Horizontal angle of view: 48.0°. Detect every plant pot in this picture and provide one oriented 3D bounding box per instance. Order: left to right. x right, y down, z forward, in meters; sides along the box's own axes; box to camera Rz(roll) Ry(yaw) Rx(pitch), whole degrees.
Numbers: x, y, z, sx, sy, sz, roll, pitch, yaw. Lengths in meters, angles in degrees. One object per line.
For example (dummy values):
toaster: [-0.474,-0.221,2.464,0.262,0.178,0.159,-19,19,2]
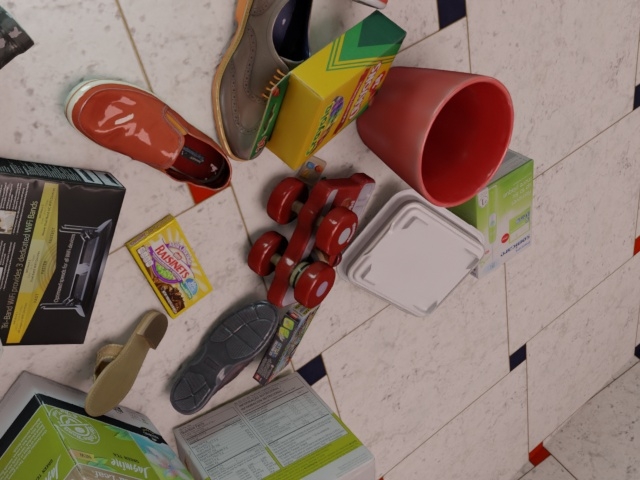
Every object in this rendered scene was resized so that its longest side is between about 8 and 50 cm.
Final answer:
plant pot: [0.223,-0.240,1.507,0.275,0.243,0.274,-21,128,-30]

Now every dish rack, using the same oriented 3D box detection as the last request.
dish rack: [0.234,0.052,1.739,0.333,0.072,0.285,29,110,-33]

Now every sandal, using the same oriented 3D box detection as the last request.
sandal: [-0.396,0.231,1.400,0.240,0.079,0.088,-56,145,-32]

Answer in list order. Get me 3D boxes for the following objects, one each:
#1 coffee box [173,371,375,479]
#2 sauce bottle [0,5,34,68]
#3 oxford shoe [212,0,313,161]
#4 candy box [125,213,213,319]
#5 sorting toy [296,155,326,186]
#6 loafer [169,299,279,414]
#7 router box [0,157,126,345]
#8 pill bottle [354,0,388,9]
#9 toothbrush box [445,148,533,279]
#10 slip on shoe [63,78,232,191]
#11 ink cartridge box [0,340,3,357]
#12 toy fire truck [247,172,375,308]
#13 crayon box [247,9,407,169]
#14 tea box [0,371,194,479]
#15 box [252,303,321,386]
coffee box: [-0.104,0.578,1.664,0.338,0.334,0.337,-22,128,-27]
sauce bottle: [-0.550,-0.189,0.983,0.344,0.111,0.111,-46,136,-10]
oxford shoe: [-0.099,-0.296,1.276,0.130,0.133,0.363,-9,124,-38]
candy box: [-0.291,0.055,1.408,0.105,0.027,0.205,-39,134,-20]
sorting toy: [-0.008,-0.144,1.536,0.083,0.012,0.062,19,102,-45]
loafer: [-0.205,0.250,1.566,0.302,0.109,0.095,-47,170,-4]
router box: [-0.483,0.026,1.188,0.243,0.081,0.308,6,111,-42]
pill bottle: [0.097,-0.545,1.301,0.124,0.124,0.221,4,112,-42]
toothbrush box: [0.443,-0.074,1.884,0.206,0.122,0.283,-29,132,-23]
slip on shoe: [-0.278,-0.174,1.228,0.331,0.101,0.123,28,97,-45]
ink cartridge box: [-0.599,0.086,1.027,0.199,0.115,0.272,-10,113,-8]
toy fire truck: [0.000,0.000,1.537,0.254,0.169,0.302,-11,128,-57]
crayon box: [0.013,-0.262,1.311,0.318,0.081,0.202,-44,170,-33]
tea box: [-0.429,0.455,1.322,0.220,0.323,0.329,-53,137,-1]
box: [-0.076,0.225,1.620,0.114,0.036,0.207,-35,156,-56]
